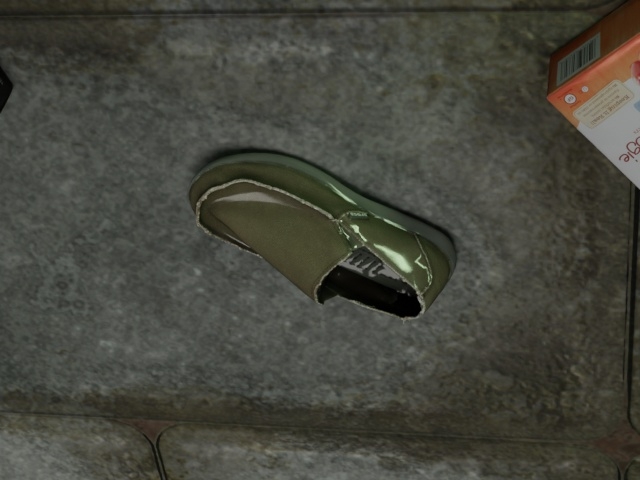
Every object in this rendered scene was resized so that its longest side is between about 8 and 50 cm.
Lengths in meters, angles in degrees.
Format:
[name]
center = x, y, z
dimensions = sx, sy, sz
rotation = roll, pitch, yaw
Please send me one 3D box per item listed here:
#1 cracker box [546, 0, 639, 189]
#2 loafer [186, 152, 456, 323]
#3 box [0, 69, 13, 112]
[cracker box]
center = 0.312, -0.095, 1.087
dimensions = 0.232, 0.067, 0.156
rotation = 39, 127, -21
[loafer]
center = 0.000, 0.000, 1.225
dimensions = 0.251, 0.087, 0.094
rotation = 18, 131, -3
[box]
center = -0.403, -0.180, 1.183
dimensions = 0.183, 0.056, 0.231
rotation = -14, 125, 23
